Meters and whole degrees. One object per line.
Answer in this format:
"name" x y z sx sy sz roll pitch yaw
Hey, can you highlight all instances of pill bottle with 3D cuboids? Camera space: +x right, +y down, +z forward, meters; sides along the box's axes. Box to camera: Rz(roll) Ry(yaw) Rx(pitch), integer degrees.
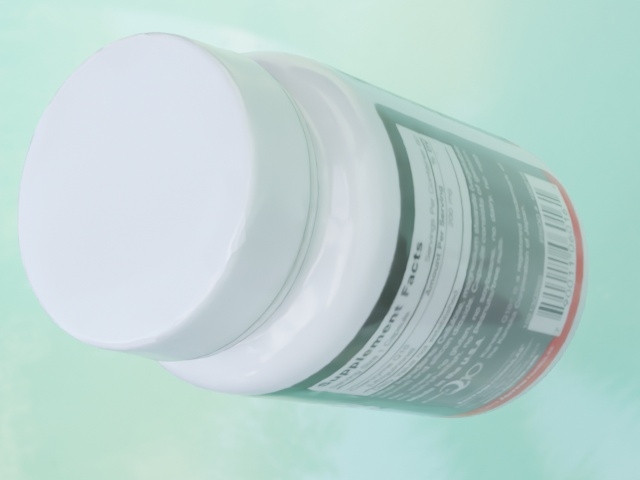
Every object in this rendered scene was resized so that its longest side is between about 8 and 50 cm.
"pill bottle" 0.000 0.000 0.747 0.161 0.283 0.161 -8 77 35
